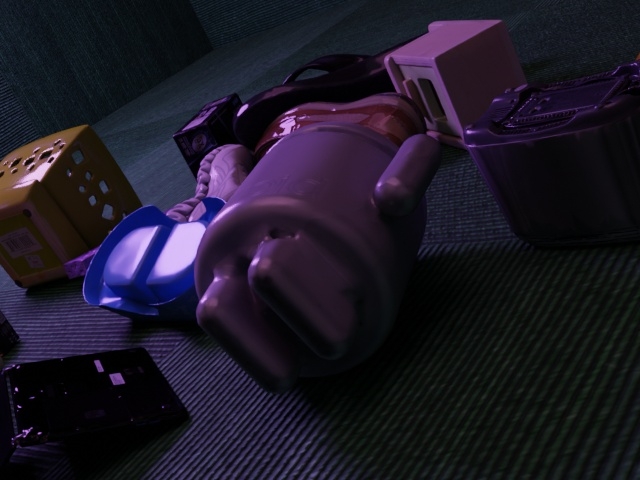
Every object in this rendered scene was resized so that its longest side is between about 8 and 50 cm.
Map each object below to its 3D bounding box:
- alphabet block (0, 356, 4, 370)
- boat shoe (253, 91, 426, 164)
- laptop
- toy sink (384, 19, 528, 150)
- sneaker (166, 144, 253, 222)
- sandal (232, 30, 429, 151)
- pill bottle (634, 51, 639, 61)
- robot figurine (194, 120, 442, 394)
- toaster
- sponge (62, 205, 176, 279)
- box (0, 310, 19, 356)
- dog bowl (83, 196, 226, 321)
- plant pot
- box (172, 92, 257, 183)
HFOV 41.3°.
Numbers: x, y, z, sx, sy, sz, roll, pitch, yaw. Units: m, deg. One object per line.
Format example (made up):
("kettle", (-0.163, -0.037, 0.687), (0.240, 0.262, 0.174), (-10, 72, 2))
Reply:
("alphabet block", (-0.599, 0.179, 1.172), (0.194, 0.192, 0.197), (-17, 21, 19))
("boat shoe", (0.010, -0.149, 1.350), (0.324, 0.122, 0.120), (-10, 36, 42))
("laptop", (-0.300, 0.230, 0.945), (0.265, 0.136, 0.234), (-6, 13, -22))
("toy sink", (0.197, -0.241, 1.304), (0.131, 0.152, 0.234), (-30, 22, -9))
("sneaker", (-0.147, -0.066, 1.375), (0.118, 0.110, 0.292), (-9, 33, 20))
("sandal", (0.055, -0.267, 1.508), (0.446, 0.167, 0.107), (-20, 50, -5))
("pill bottle", (0.426, -0.202, 1.005), (0.103, 0.103, 0.184), (-9, 26, 38))
("robot figurine", (0.000, 0.000, 0.877), (0.300, 0.199, 0.353), (-32, 15, 28))
("toaster", (0.265, -0.083, 0.843), (0.227, 0.146, 0.129), (-6, 29, 45))
("sponge", (-0.331, 0.001, 1.458), (0.210, 0.031, 0.117), (-32, 10, -31))
("box", (-0.531, 0.154, 1.332), (0.083, 0.062, 0.052), (-19, 23, 20))
("dog bowl", (-0.204, 0.034, 1.154), (0.297, 0.074, 0.165), (-5, 53, 45))
("plant pot", (-0.496, -0.049, 1.568), (0.228, 0.227, 0.207), (-13, 30, 30))
("box", (-0.183, -0.176, 1.602), (0.078, 0.147, 0.180), (-17, 21, 22))
